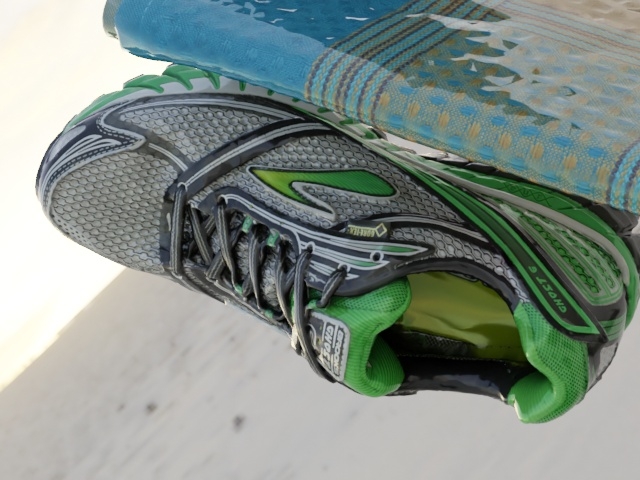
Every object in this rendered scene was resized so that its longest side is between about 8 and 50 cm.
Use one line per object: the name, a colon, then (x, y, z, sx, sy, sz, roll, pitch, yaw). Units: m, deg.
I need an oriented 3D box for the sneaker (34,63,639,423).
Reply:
sneaker: (0.000, 0.000, 0.810, 0.146, 0.343, 0.134, -60, -22, -51)

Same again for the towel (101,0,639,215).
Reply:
towel: (0.111, -0.101, 0.749, 0.271, 0.370, 0.040, -35, -42, -45)
